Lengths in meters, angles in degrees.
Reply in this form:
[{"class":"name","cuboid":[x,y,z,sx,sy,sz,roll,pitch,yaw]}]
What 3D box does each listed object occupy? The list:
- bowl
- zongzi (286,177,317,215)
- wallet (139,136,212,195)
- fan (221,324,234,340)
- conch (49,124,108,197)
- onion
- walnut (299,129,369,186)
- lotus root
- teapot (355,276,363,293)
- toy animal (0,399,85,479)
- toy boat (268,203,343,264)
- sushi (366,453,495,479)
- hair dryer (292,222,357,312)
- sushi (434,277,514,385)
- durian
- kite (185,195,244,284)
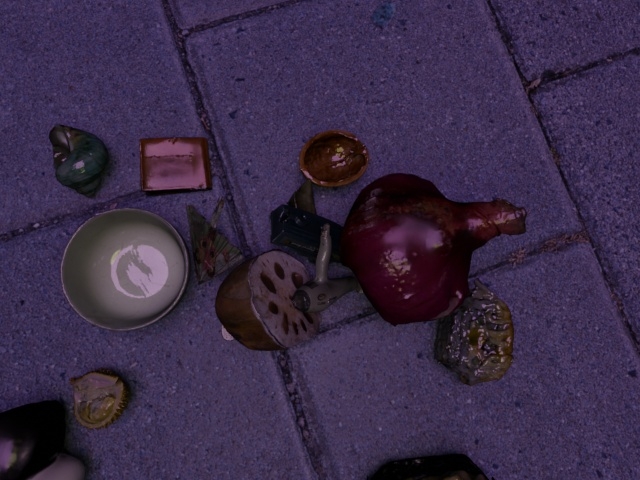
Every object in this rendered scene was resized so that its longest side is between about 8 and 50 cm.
[{"class":"bowl","cuboid":[-0.484,0.079,1.139,0.306,0.163,0.308,1,80,-4]},{"class":"zongzi","cuboid":[-0.020,-0.081,1.213,0.062,0.130,0.154,-28,83,-38]},{"class":"wallet","cuboid":[-0.416,-0.215,1.256,0.195,0.042,0.161,-6,85,-6]},{"class":"fan","cuboid":[-0.239,0.238,1.207,0.080,0.003,0.060,-31,85,-7]},{"class":"conch","cuboid":[-0.666,-0.221,1.201,0.175,0.122,0.188,-6,78,17]},{"class":"onion","cuboid":[0.268,-0.013,1.051,0.398,0.420,0.399,23,52,-33]},{"class":"walnut","cuboid":[0.030,-0.224,1.256,0.211,0.087,0.167,-19,82,-16]},{"class":"lotus root","cuboid":[-0.141,0.170,1.119,0.191,0.272,0.272,-27,82,25]},{"class":"teapot","cuboid":[0.122,0.106,1.230,0.067,0.057,0.084,1,85,-33]},{"class":"toy animal","cuboid":[-0.705,0.562,1.019,0.250,0.251,0.310,-22,76,-7]},{"class":"toy boat","cuboid":[-0.003,0.001,1.183,0.295,0.122,0.114,21,45,-28]},{"class":"sushi","cuboid":[0.293,0.692,1.023,0.327,0.285,0.329,-3,82,-4]},{"class":"hair dryer","cuboid":[0.032,0.083,1.134,0.088,0.219,0.225,18,89,35]},{"class":"sushi","cuboid":[0.411,0.249,1.177,0.184,0.139,0.275,11,77,-4]},{"class":"durian","cuboid":[-0.571,0.400,1.122,0.208,0.102,0.147,13,77,22]},{"class":"kite","cuboid":[-0.295,0.006,1.173,0.323,0.013,0.268,35,115,38]}]
